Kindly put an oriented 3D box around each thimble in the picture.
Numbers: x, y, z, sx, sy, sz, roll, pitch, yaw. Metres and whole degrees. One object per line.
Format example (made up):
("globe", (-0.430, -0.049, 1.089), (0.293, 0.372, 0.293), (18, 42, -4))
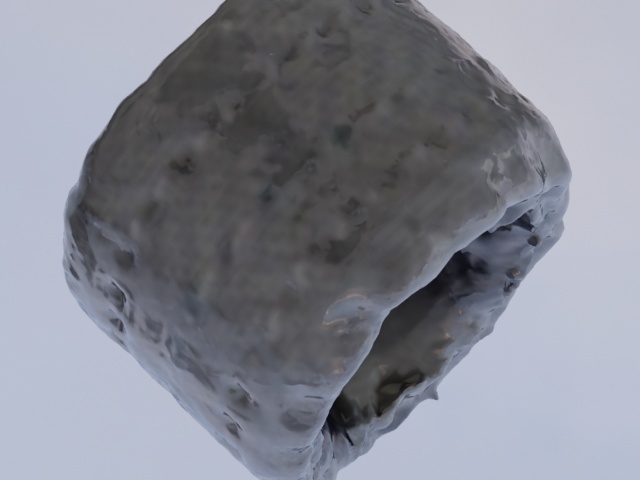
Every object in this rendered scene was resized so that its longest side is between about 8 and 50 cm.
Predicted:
("thimble", (0.000, 0.000, 0.873), (0.217, 0.245, 0.157), (-33, -110, -34))
